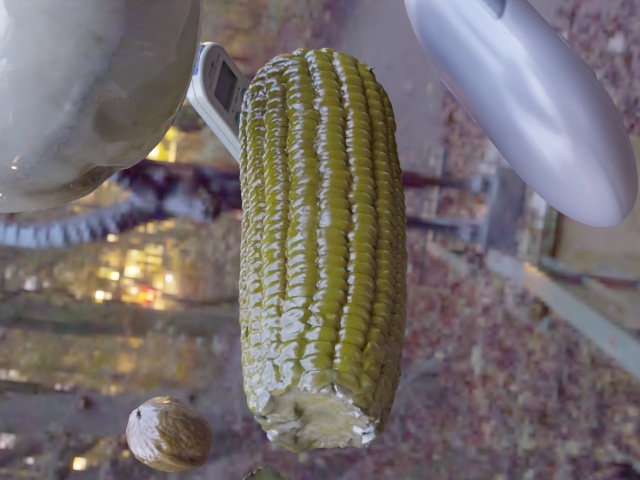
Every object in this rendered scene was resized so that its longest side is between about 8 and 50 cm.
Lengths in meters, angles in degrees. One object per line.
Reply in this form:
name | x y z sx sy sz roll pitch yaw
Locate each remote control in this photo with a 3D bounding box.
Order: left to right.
remote control | -0.102 -0.150 1.559 0.221 0.042 0.078 50 -133 -53
remote control | 0.172 -0.144 1.184 0.332 0.103 0.221 56 -179 37

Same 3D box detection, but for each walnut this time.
walnut | -0.200 0.262 1.788 0.105 0.124 0.105 -36 36 33

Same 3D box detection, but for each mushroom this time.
mushroom | -0.244 -0.201 1.001 0.315 0.315 0.356 104 158 -49

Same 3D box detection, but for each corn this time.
corn | 0.000 0.000 0.989 0.131 0.131 0.344 104 169 -50

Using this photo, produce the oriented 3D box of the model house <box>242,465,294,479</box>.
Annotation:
model house | -0.081 0.394 1.494 0.211 0.194 0.170 -46 -6 14
